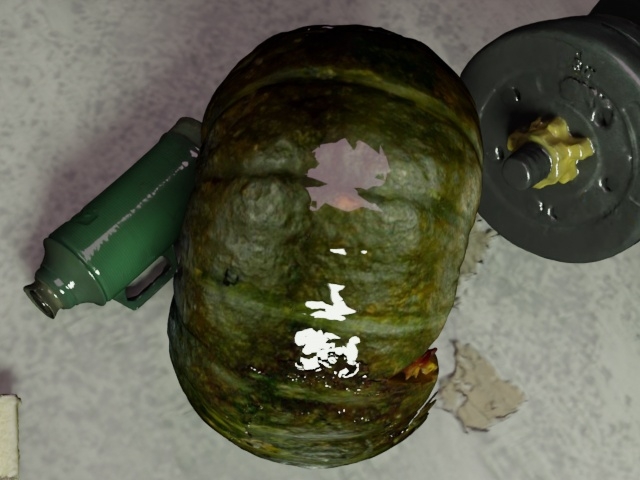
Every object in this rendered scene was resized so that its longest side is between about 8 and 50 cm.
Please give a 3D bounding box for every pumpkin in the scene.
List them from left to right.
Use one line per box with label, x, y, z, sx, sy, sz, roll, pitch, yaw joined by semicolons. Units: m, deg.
pumpkin;0.000;0.000;0.915;0.192;0.320;0.320;11;64;-6

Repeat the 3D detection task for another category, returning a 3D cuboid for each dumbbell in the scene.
dumbbell;0.246;-0.115;1.039;0.185;0.185;0.388;48;42;11

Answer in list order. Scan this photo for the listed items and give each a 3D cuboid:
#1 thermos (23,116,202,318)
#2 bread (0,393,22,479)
thermos;-0.149;-0.009;1.026;0.073;0.083;0.188;32;63;31
bread;-0.292;0.147;0.944;0.154;0.028;0.068;-2;67;-14
